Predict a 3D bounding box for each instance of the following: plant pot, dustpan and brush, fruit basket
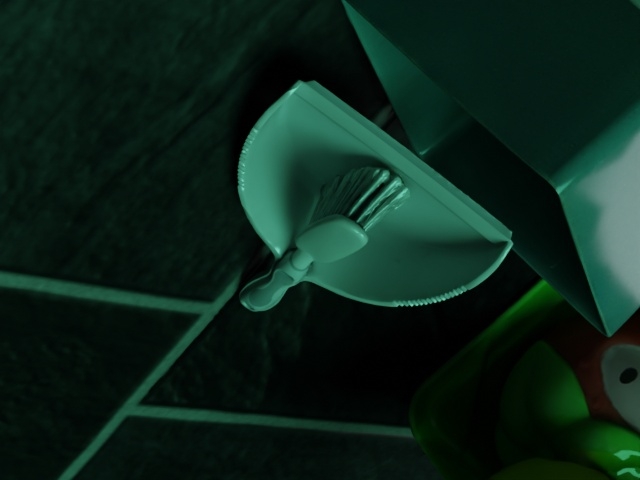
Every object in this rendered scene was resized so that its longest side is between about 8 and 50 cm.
[{"bbox_3d":[0.168,-0.108,0.830,0.234,0.165,0.165,-40,147,-5],"label":"plant pot"},{"bbox_3d":[0.000,0.000,0.918,0.060,0.147,0.211,-56,-171,-20],"label":"dustpan and brush"},{"bbox_3d":[0.211,0.196,1.084,0.283,0.392,0.392,-44,144,22],"label":"fruit basket"}]

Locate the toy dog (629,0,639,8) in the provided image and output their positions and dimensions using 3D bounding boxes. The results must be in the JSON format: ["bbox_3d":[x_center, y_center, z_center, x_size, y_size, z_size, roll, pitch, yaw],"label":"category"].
[{"bbox_3d":[0.199,-0.268,0.648,0.333,0.220,0.161,-49,-179,35],"label":"toy dog"}]
